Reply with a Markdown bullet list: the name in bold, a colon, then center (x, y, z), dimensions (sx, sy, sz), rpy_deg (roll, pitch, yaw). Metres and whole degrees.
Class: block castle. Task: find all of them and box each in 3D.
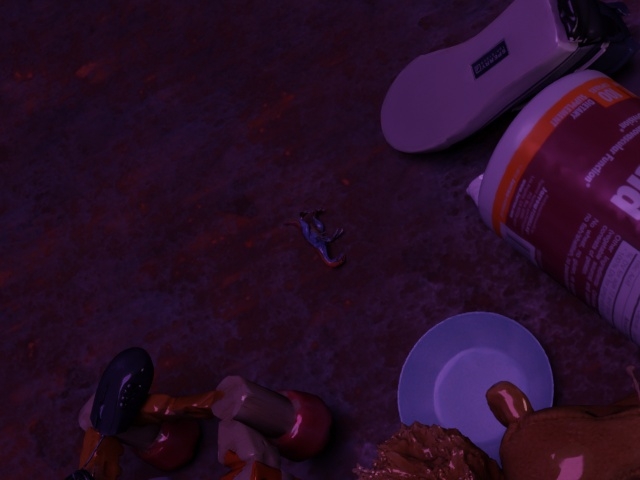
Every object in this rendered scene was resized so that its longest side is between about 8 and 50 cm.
- **block castle**: center (-0.140, 0.396, 1.806), dimensions (0.303, 0.213, 0.453), rpy_deg (-11, 64, 34)

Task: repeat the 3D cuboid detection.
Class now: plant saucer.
- **plant saucer**: center (0.187, 0.183, 1.808), dimensions (0.195, 0.037, 0.195), rpy_deg (-7, 72, 22)

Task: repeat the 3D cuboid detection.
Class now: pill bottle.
- **pill bottle**: center (0.384, 0.002, 1.664), dimensions (0.392, 0.224, 0.224), rpy_deg (40, 94, 28)

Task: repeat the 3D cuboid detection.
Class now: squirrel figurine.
- **squirrel figurine**: center (0.238, 0.281, 1.566), dimensions (0.397, 0.370, 0.281), rpy_deg (-18, 68, 19)

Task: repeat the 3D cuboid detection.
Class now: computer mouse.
- **computer mouse**: center (-0.273, 0.234, 1.811), dimensions (0.071, 0.041, 0.242), rpy_deg (25, 87, 41)

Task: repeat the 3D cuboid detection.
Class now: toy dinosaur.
- **toy dinosaur**: center (0.000, 0.000, 1.960), dimensions (0.090, 0.047, 0.082), rpy_deg (-29, 70, 51)

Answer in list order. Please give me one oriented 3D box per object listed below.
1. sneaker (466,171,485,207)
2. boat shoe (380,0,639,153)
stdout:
- **sneaker**: center (0.254, -0.079, 1.850), dimensions (0.152, 0.053, 0.061), rpy_deg (-37, 69, 19)
- **boat shoe**: center (0.234, -0.195, 1.863), dimensions (0.340, 0.158, 0.127), rpy_deg (-28, 67, 46)
